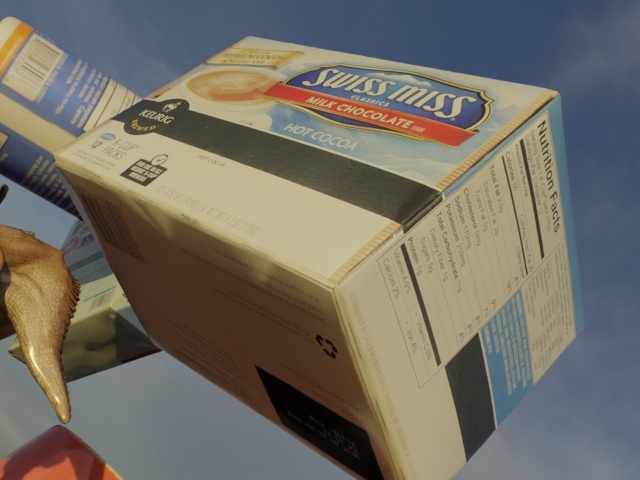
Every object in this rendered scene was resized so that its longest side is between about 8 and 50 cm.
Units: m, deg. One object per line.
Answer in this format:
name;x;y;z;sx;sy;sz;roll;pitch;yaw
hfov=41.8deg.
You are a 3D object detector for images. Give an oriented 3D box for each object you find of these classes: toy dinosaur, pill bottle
toy dinosaur;-0.255;0.022;0.603;0.296;0.127;0.200;19;7;20
pill bottle;-0.258;-0.106;0.919;0.272;0.152;0.152;33;-22;-22

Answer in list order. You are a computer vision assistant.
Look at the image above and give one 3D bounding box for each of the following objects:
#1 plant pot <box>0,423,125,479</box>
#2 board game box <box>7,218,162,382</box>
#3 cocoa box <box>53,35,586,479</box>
plant pot;-0.275;0.324;0.780;0.275;0.243;0.275;35;-27;22
board game box;-0.259;0.023;1.113;0.224;0.303;0.097;-20;-51;36
cocoa box;0.000;0.000;0.680;0.347;0.228;0.231;22;-38;43
